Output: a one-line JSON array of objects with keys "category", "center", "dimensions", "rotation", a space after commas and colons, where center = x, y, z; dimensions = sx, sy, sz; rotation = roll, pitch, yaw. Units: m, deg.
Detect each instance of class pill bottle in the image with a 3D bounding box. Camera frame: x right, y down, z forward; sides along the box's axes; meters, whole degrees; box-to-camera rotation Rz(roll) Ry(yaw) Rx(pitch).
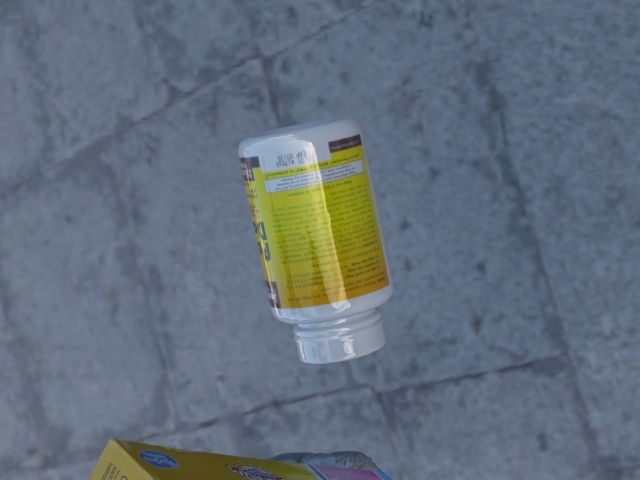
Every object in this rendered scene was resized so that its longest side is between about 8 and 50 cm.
[{"category": "pill bottle", "center": [0.000, 0.000, 1.201], "dimensions": [0.117, 0.117, 0.215], "rotation": [-3, 101, 49]}]

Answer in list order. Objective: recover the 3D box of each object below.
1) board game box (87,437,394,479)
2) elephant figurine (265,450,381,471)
[{"category": "board game box", "center": [-0.074, 0.263, 0.879], "dimensions": [0.064, 0.316, 0.242], "rotation": [33, 98, 35]}, {"category": "elephant figurine", "center": [0.036, 0.307, 1.223], "dimensions": [0.169, 0.239, 0.186], "rotation": [-27, 39, 28]}]
